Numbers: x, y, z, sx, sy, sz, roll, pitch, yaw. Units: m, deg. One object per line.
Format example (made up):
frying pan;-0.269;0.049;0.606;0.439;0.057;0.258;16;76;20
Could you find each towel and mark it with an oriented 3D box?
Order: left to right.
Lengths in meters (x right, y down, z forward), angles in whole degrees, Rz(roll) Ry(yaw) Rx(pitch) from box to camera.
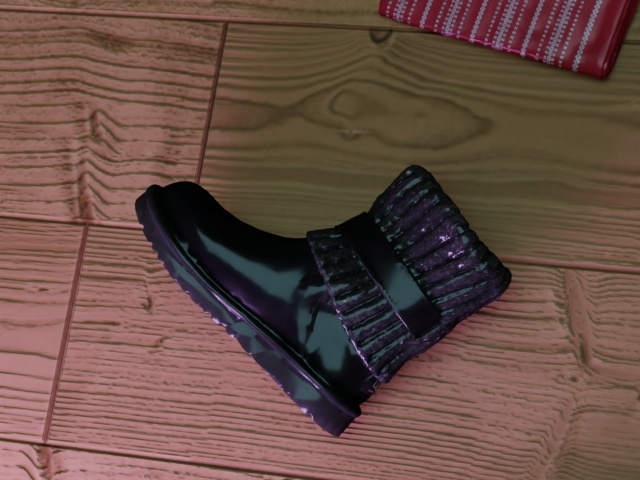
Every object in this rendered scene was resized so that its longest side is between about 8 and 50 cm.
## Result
towel;0.219;-0.296;2.027;0.275;0.031;0.199;19;82;22

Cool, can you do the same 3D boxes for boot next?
boot;0.002;0.001;1.943;0.260;0.131;0.348;-46;78;7
